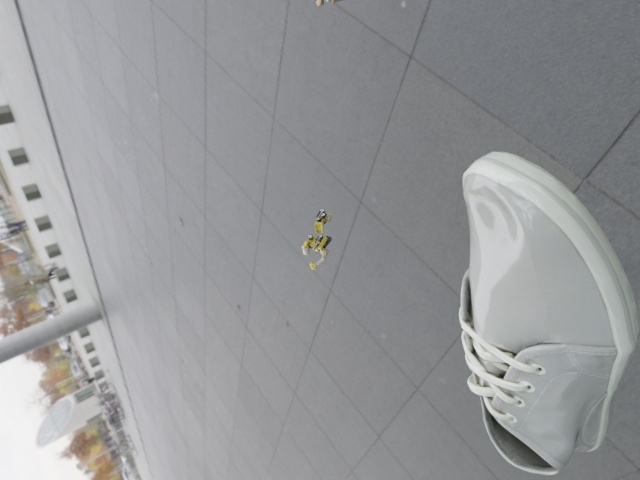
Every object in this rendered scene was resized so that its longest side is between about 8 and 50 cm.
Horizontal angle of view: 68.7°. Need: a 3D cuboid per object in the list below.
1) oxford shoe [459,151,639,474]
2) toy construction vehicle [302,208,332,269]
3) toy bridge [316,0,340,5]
[{"bbox_3d":[0.215,0.115,0.491,0.169,0.130,0.449,50,168,53],"label":"oxford shoe"},{"bbox_3d":[0.000,0.000,0.945,0.035,0.098,0.086,18,147,18],"label":"toy construction vehicle"},{"bbox_3d":[0.027,-0.280,0.369,0.026,0.063,0.188,36,134,13],"label":"toy bridge"}]
